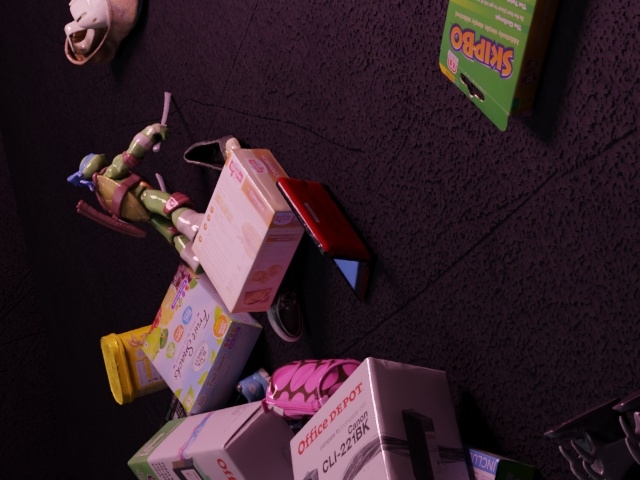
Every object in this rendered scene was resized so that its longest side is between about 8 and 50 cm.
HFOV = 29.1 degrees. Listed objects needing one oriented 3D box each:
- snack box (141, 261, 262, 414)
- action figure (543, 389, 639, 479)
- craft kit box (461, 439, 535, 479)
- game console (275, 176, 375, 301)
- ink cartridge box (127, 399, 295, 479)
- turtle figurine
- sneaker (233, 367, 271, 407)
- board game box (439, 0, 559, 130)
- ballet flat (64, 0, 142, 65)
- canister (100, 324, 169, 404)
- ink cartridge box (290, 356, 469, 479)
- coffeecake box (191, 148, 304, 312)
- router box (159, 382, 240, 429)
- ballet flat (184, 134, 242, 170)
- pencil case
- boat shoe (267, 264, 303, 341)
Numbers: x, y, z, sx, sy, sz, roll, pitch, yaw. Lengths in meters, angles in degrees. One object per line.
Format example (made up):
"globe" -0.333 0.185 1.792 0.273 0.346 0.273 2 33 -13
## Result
"snack box" -0.198 0.160 2.023 0.207 0.070 0.174 41 110 48
"action figure" 0.309 0.269 1.050 0.185 0.099 0.285 -37 74 55
"craft kit box" 0.130 0.348 1.409 0.250 0.061 0.247 8 82 65
"game console" 0.000 0.000 1.571 0.085 0.124 0.144 -55 50 27
"ink cartridge box" -0.138 0.372 1.896 0.278 0.117 0.201 -20 108 49
"turtle figurine" -0.242 -0.092 2.014 0.266 0.274 0.198 40 120 21
"sneaker" -0.114 0.280 1.993 0.063 0.073 0.162 42 141 49
"board game box" 0.168 -0.236 1.119 0.124 0.039 0.259 54 146 40
"ballet flat" -0.384 -0.383 2.132 0.108 0.106 0.316 68 155 13
"canister" -0.299 0.212 2.231 0.073 0.169 0.126 13 115 63
"ink cartridge box" 0.069 0.297 1.366 0.197 0.114 0.273 -52 33 40
"coffeecake box" -0.099 -0.014 1.733 0.142 0.068 0.185 55 133 37
"router box" -0.189 0.373 2.201 0.243 0.081 0.309 64 154 22
"ballet flat" -0.157 -0.127 1.867 0.173 0.049 0.057 1 106 65
"pencil case" -0.004 0.210 1.683 0.209 0.098 0.095 -21 85 65
"boat shoe" -0.055 0.076 1.775 0.040 0.049 0.142 -30 75 65
